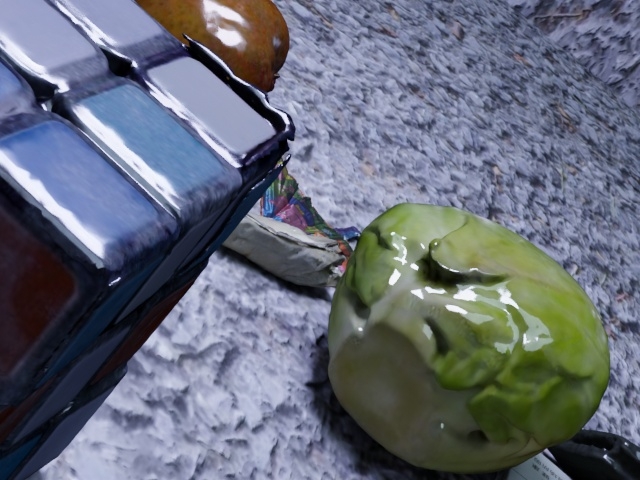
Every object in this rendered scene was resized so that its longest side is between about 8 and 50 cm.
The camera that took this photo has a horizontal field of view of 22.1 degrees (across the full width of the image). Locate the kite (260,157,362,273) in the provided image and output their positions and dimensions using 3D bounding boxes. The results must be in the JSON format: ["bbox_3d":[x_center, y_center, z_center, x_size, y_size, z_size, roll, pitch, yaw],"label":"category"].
[{"bbox_3d":[0.000,0.000,1.939,0.321,0.016,0.234,50,23,19],"label":"kite"}]

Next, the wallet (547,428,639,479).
[{"bbox_3d":[0.378,0.304,1.878,0.245,0.052,0.168,40,-16,-15],"label":"wallet"}]

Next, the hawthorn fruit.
[{"bbox_3d":[-0.166,-0.220,1.871,0.248,0.208,0.208,25,23,2],"label":"hawthorn fruit"}]

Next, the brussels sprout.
[{"bbox_3d":[0.155,0.107,1.714,0.328,0.247,0.328,19,28,-11],"label":"brussels sprout"}]

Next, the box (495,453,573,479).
[{"bbox_3d":[0.238,0.308,1.739,0.139,0.035,0.245,41,22,-1],"label":"box"}]

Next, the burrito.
[{"bbox_3d":[-0.059,-0.003,1.789,0.229,0.063,0.058,28,36,-26],"label":"burrito"}]

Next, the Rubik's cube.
[{"bbox_3d":[-0.285,-0.016,1.089,0.362,0.359,0.363,44,25,2],"label":"Rubik's cube"}]
